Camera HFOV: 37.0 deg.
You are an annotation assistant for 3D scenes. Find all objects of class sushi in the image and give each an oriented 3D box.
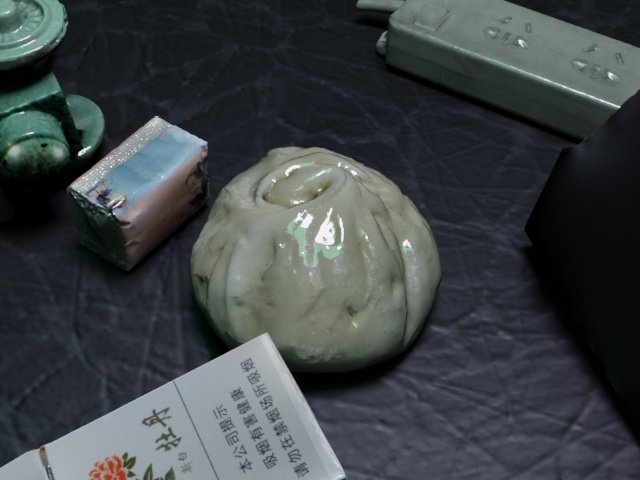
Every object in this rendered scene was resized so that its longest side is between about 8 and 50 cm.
[{"bbox_3d":[0.283,-0.012,0.585,0.212,0.227,0.215,-10,54,-19],"label":"sushi"}]

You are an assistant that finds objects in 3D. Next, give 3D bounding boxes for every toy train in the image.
[{"bbox_3d":[-0.305,-0.137,0.745,0.221,0.150,0.304,-23,54,-12],"label":"toy train"}]

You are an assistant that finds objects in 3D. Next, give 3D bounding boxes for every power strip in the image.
[{"bbox_3d":[0.153,-0.163,0.834,0.288,0.053,0.093,25,53,19],"label":"power strip"}]

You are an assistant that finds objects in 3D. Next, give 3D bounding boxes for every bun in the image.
[{"bbox_3d":[0.000,0.000,0.650,0.183,0.102,0.183,2,50,-2],"label":"bun"}]

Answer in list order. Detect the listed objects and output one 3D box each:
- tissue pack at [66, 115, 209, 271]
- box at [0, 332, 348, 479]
[{"bbox_3d":[-0.130,-0.034,0.696,0.059,0.074,0.094,31,57,21],"label":"tissue pack"},{"bbox_3d":[-0.093,0.141,0.541,0.198,0.029,0.109,-27,53,-8],"label":"box"}]
